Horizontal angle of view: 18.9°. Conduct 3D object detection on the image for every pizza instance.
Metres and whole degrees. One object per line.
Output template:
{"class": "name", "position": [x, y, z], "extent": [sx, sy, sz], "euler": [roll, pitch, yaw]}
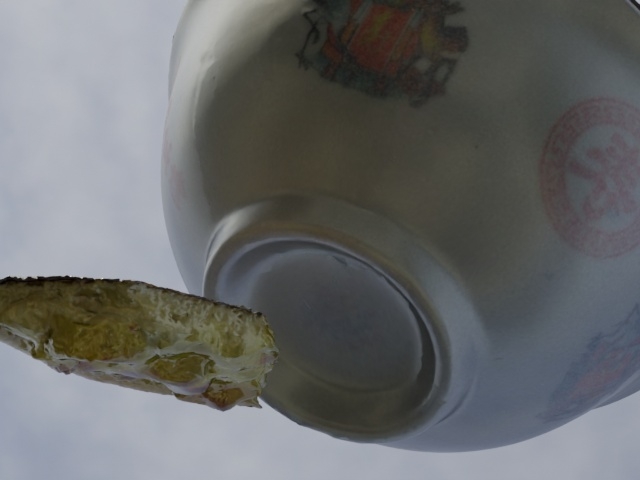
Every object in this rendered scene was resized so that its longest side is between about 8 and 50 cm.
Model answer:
{"class": "pizza", "position": [-0.081, 0.047, 0.855], "extent": [0.099, 0.160, 0.035], "euler": [-18, -120, 54]}

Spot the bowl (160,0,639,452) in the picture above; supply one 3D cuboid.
{"class": "bowl", "position": [0.034, 0.005, 1.016], "extent": [0.346, 0.157, 0.345], "euler": [17, -47, 19]}
